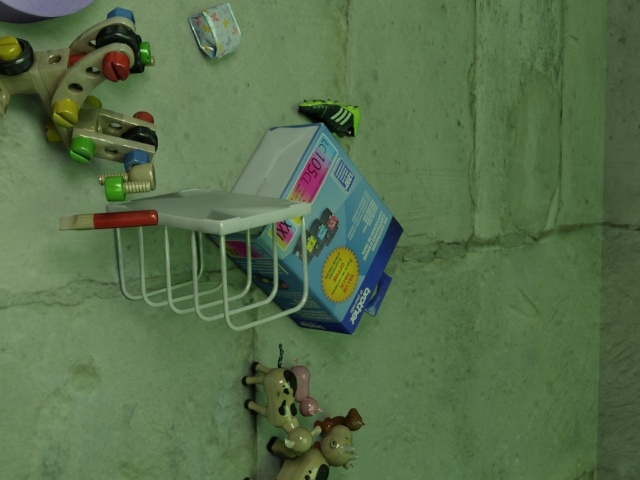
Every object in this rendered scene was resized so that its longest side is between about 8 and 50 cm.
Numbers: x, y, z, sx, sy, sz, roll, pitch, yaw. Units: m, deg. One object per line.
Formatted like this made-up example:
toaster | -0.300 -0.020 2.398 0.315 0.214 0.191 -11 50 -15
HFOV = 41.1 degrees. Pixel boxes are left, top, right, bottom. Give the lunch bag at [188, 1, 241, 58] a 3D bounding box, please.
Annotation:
lunch bag | -0.183 -0.366 1.500 0.071 0.053 0.083 -39 111 -42

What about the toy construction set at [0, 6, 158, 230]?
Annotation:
toy construction set | -0.362 -0.166 1.226 0.237 0.257 0.309 -5 78 -5

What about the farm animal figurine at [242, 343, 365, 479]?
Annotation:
farm animal figurine | -0.029 0.410 1.648 0.330 0.172 0.327 40 64 -42

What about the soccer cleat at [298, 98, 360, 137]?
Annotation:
soccer cleat | 0.022 -0.247 1.735 0.179 0.060 0.072 1 94 -51

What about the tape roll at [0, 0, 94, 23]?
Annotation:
tape roll | -0.419 -0.450 1.200 0.274 0.090 0.275 -7 99 -48

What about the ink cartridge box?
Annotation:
ink cartridge box | 0.000 0.000 1.668 0.395 0.151 0.270 49 58 -40

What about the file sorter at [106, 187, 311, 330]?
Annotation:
file sorter | -0.178 0.023 1.376 0.192 0.277 0.173 -15 108 -47
